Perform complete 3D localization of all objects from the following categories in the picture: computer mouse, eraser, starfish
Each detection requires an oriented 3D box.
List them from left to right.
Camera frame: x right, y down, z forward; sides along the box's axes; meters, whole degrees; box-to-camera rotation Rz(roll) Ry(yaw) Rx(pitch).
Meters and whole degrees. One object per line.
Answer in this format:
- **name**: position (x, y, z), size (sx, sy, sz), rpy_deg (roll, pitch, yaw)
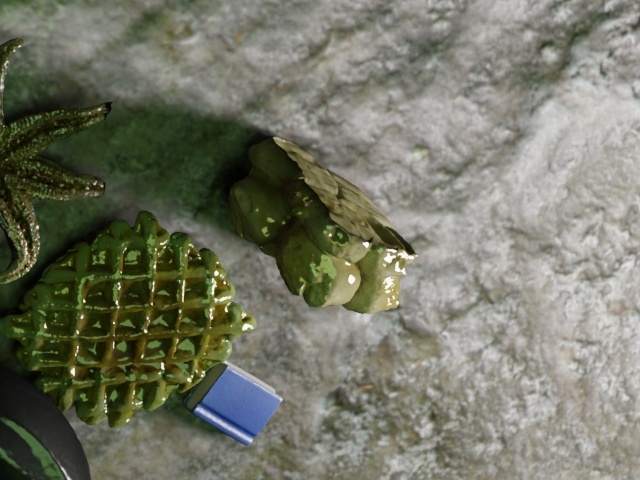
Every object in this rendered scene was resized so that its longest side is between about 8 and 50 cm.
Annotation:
- **starfish**: position (-0.290, -0.066, 1.730), size (0.238, 0.057, 0.213), rpy_deg (-23, 114, -21)
- **computer mouse**: position (-0.262, 0.218, 1.828), size (0.086, 0.137, 0.270), rpy_deg (-25, 121, -4)
- **eraser**: position (-0.089, 0.163, 1.960), size (0.084, 0.027, 0.063), rpy_deg (34, 96, -36)

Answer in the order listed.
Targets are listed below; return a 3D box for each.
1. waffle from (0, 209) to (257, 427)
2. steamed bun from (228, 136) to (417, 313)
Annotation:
- **waffle**: position (-0.184, 0.080, 1.854), size (0.214, 0.054, 0.208), rpy_deg (-39, 128, 1)
- **steamed bun**: position (0.000, 0.000, 1.852), size (0.192, 0.177, 0.106), rpy_deg (24, 110, -48)
